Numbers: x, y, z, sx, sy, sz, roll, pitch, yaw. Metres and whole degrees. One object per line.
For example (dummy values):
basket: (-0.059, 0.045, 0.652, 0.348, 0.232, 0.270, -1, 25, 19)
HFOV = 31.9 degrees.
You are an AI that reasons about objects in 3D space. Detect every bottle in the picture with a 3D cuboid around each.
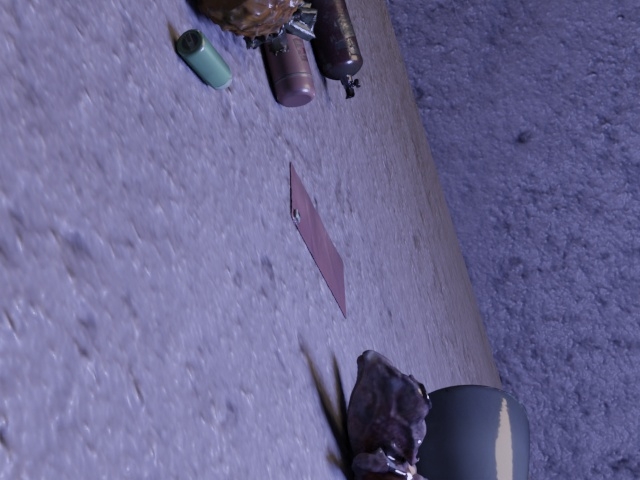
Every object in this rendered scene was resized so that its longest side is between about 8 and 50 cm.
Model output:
bottle: (-0.114, -0.178, 1.113, 0.083, 0.030, 0.030, 47, 28, -65)
bottle: (-0.045, -0.243, 1.451, 0.053, 0.053, 0.140, 37, 38, -70)

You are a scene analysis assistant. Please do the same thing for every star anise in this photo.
star anise: (0.086, 0.237, 1.232, 0.198, 0.110, 0.257, -23, 101, -78)

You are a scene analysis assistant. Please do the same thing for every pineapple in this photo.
pineapple: (-0.064, -0.276, 1.270, 0.248, 0.128, 0.128, 24, 50, -79)

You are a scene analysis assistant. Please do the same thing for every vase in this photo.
vase: (0.200, 0.362, 1.459, 0.173, 0.173, 0.321, 60, 23, -44)

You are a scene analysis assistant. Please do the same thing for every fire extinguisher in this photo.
fire extinguisher: (0.015, -0.347, 1.811, 0.089, 0.072, 0.267, 34, 40, -79)

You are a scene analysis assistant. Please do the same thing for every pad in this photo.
pad: (0.000, 0.000, 1.419, 0.113, 0.006, 0.188, -94, 162, -50)
